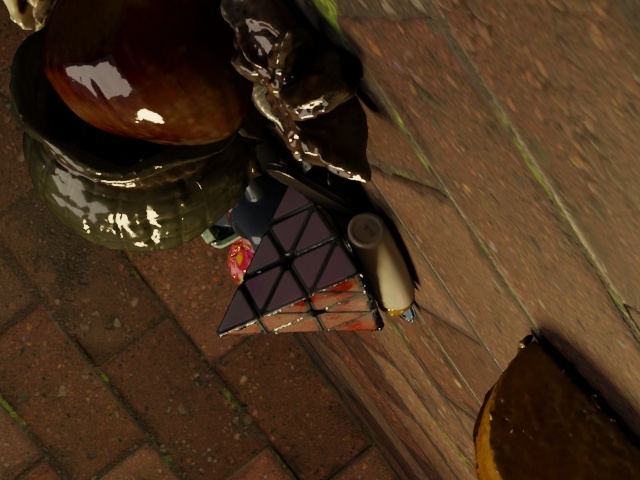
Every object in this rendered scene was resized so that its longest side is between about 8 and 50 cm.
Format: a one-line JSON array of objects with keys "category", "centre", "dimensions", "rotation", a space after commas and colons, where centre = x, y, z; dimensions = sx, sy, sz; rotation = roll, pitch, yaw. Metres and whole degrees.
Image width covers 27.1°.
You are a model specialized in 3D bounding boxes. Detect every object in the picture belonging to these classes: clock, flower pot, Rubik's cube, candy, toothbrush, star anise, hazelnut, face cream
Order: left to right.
[{"category": "flower pot", "centre": [-0.201, -0.145, 1.559], "dimensions": [0.302, 0.302, 0.213], "rotation": [50, 162, 22]}, {"category": "hazelnut", "centre": [-0.170, -0.184, 1.328], "dimensions": [0.218, 0.218, 0.234], "rotation": [57, 177, -30]}, {"category": "candy", "centre": [-0.128, -0.040, 2.354], "dimensions": [0.124, 0.124, 0.365], "rotation": [48, 163, 33]}, {"category": "clock", "centre": [-0.094, -0.066, 1.773], "dimensions": [0.243, 0.146, 0.199], "rotation": [40, 172, 28]}, {"category": "star anise", "centre": [-0.017, -0.134, 1.200], "dimensions": [0.212, 0.073, 0.197], "rotation": [48, 169, 49]}, {"category": "Rubik's cube", "centre": [0.000, 0.000, 1.519], "dimensions": [0.190, 0.211, 0.178], "rotation": [-39, 57, 56]}, {"category": "toothbrush", "centre": [0.019, -0.045, 1.570], "dimensions": [0.413, 0.035, 0.042], "rotation": [57, -168, -30]}, {"category": "face cream", "centre": [0.071, 0.029, 1.521], "dimensions": [0.072, 0.051, 0.182], "rotation": [48, 173, 29]}]

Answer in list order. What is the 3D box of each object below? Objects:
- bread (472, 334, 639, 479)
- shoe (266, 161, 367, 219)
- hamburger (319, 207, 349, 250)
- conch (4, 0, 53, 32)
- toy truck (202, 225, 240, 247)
[{"category": "bread", "centre": [0.216, 0.208, 1.184], "dimensions": [0.229, 0.139, 0.143], "rotation": [48, 164, 26]}, {"category": "shoe", "centre": [0.004, -0.068, 1.467], "dimensions": [0.062, 0.053, 0.159], "rotation": [9, 169, 42]}, {"category": "hamburger", "centre": [0.022, 0.008, 1.643], "dimensions": [0.054, 0.084, 0.121], "rotation": [-15, 113, 37]}, {"category": "conch", "centre": [-0.366, -0.411, 1.583], "dimensions": [0.324, 0.186, 0.263], "rotation": [58, 177, -32]}, {"category": "toy truck", "centre": [-0.198, -0.148, 2.052], "dimensions": [0.305, 0.136, 0.162], "rotation": [59, 177, -30]}]
